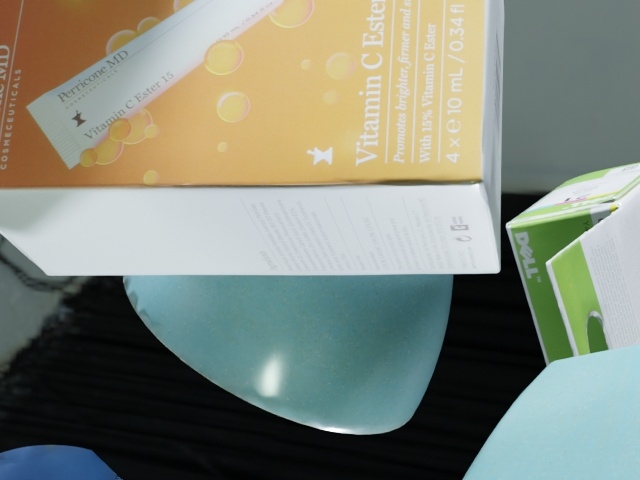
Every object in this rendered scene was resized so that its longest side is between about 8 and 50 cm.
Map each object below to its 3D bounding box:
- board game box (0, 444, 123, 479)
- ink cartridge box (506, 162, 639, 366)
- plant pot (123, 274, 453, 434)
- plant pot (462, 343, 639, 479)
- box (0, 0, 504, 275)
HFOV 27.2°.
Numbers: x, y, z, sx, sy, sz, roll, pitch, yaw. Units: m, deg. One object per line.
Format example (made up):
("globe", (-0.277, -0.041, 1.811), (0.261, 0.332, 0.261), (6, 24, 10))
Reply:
("board game box", (-0.185, 0.215, 0.936), (0.133, 0.168, 0.033), (-23, 140, -44))
("ink cartridge box", (0.199, 0.066, 0.961), (0.255, 0.097, 0.189), (-29, 104, -53))
("plant pot", (0.000, 0.000, 1.149), (0.195, 0.290, 0.290), (-62, 162, 21))
("plant pot", (0.151, 0.161, 0.587), (0.165, 0.165, 0.234), (54, 38, -28))
("box", (-0.048, -0.101, 0.929), (0.168, 0.345, 0.215), (63, 28, -66))
